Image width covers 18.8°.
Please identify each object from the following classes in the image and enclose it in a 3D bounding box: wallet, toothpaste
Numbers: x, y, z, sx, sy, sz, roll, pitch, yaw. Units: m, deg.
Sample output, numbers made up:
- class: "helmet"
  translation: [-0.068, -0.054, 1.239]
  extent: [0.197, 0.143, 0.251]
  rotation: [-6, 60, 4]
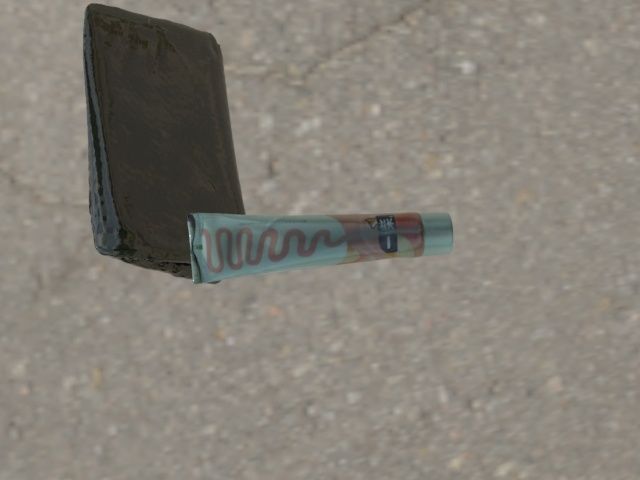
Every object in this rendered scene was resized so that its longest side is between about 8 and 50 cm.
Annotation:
- class: "wallet"
  translation: [-0.144, -0.088, 1.741]
  extent: [0.052, 0.169, 0.245]
  rotation: [-24, 64, 42]
- class: "toothpaste"
  translation: [0.000, 0.000, 1.505]
  extent: [0.036, 0.205, 0.056]
  rotation: [124, 141, -73]
